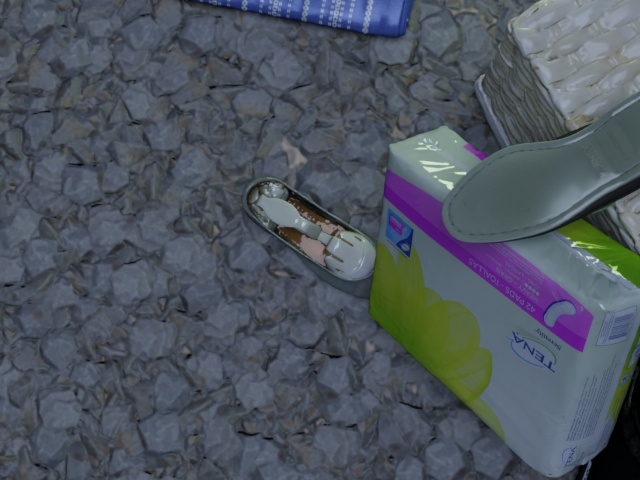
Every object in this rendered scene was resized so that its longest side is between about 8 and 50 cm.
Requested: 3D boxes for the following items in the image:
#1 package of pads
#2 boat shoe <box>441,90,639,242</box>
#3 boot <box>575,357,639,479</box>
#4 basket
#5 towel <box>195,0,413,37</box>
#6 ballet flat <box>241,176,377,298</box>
[{"bbox_3d":[0.172,0.059,0.980,0.101,0.229,0.296,-21,44,-30],"label":"package of pads"},{"bbox_3d":[0.215,-0.054,0.853,0.228,0.069,0.081,-25,72,17],"label":"boat shoe"},{"bbox_3d":[0.343,0.219,0.982,0.131,0.260,0.347,11,85,5],"label":"boot"},{"bbox_3d":[0.380,-0.127,1.012,0.331,0.266,0.328,-28,82,0],"label":"basket"},{"bbox_3d":[-0.036,-0.381,1.185,0.336,0.040,0.243,12,87,7],"label":"towel"},{"bbox_3d":[0.000,0.000,1.125,0.213,0.068,0.072,33,88,6],"label":"ballet flat"}]
